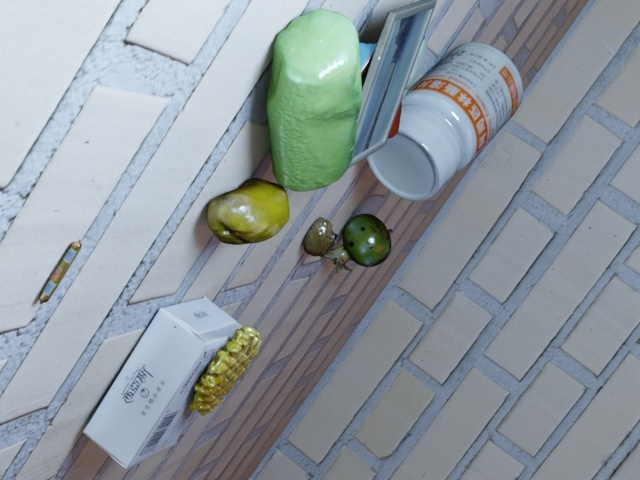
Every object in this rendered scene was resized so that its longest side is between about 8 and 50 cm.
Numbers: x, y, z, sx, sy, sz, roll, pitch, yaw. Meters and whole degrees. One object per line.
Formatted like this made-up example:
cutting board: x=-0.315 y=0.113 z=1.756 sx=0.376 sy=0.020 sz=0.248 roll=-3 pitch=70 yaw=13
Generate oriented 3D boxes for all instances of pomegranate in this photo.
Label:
pomegranate: x=0.107 y=0.016 z=2.480 sx=0.169 sy=0.148 sz=0.148 roll=-49 pitch=169 yaw=12

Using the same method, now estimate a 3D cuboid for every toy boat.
toy boat: x=0.089 y=-0.264 z=1.741 sx=0.136 sy=0.079 sz=0.392 roll=-55 pitch=167 yaw=-2

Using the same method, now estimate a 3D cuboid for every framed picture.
framed picture: x=0.113 y=-0.269 z=1.653 sx=0.213 sy=0.016 sz=0.289 roll=-37 pitch=150 yaw=-58

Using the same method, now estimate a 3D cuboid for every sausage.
sausage: x=-0.324 y=0.039 z=1.192 sx=0.100 sy=0.015 sz=0.015 roll=-56 pitch=168 yaw=12

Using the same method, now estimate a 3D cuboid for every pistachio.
pistachio: x=-0.110 y=-0.042 z=1.555 sx=0.189 sy=0.110 sz=0.100 roll=-29 pitch=129 yaw=-65

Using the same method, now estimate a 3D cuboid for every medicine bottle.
medicine bottle: x=0.278 y=-0.267 z=2.130 sx=0.371 sy=0.211 sz=0.211 roll=-45 pitch=166 yaw=-34

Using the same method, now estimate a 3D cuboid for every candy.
candy: x=-0.015 y=-0.199 z=1.454 sx=0.142 sy=0.132 sz=0.344 roll=-7 pitch=155 yaw=-6

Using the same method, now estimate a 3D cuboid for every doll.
doll: x=0.162 y=-0.341 z=1.807 sx=0.103 sy=0.071 sz=0.214 roll=-50 pitch=162 yaw=-23

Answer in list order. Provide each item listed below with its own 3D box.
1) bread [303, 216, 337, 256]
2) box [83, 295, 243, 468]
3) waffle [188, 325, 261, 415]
bread: x=0.000 y=0.000 z=2.200 sx=0.082 sy=0.060 sz=0.113 roll=-54 pitch=170 yaw=-9
box: x=-0.275 y=0.249 z=1.725 sx=0.274 sy=0.116 sz=0.203 roll=-57 pitch=167 yaw=11
waffle: x=-0.167 y=0.232 z=1.716 sx=0.191 sy=0.038 sz=0.191 roll=-53 pitch=168 yaw=-16
